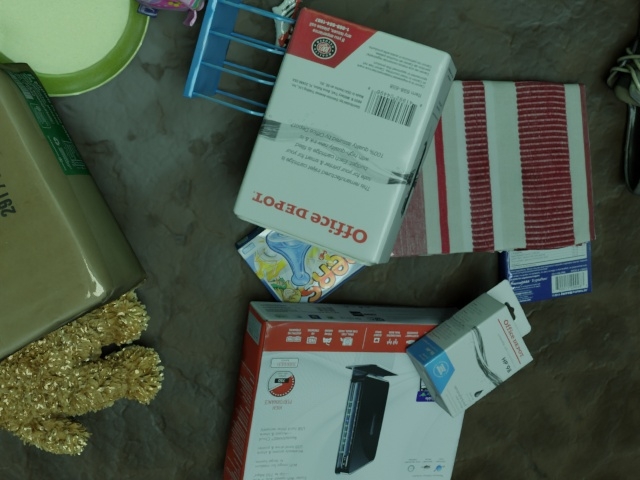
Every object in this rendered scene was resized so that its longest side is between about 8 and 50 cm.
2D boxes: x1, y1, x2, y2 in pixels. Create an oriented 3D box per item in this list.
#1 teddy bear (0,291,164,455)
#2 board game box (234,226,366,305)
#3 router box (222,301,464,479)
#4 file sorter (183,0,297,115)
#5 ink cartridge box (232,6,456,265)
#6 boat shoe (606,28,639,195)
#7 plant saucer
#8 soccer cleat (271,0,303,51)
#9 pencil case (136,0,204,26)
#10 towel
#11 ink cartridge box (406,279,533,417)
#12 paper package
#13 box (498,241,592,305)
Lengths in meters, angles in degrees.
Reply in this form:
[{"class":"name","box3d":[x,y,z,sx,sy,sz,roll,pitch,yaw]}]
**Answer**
[{"class":"teddy bear","box3d":[-0.379,0.180,1.444,0.337,0.113,0.245,0,104,-13]},{"class":"board game box","box3d":[0.000,0.000,1.514,0.201,0.035,0.136,-38,110,1]},{"class":"router box","box3d":[0.044,0.244,1.544,0.335,0.082,0.301,3,105,-23]},{"class":"file sorter","box3d":[-0.089,-0.252,1.362,0.104,0.118,0.170,18,102,6]},{"class":"ink cartridge box","box3d":[0.032,-0.125,1.355,0.196,0.114,0.273,20,93,12]},{"class":"boat shoe","box3d":[0.480,-0.220,1.506,0.130,0.132,0.356,-11,107,-9]},{"class":"plant saucer","box3d":[-0.335,-0.303,1.352,0.240,0.037,0.241,-3,107,-11]},{"class":"soccer cleat","box3d":[-0.051,-0.292,1.424,0.035,0.029,0.083,19,98,-8]},{"class":"pencil case","box3d":[-0.157,-0.410,1.297,0.124,0.124,0.284,19,90,-17]},{"class":"towel","box3d":[0.225,-0.101,1.476,0.328,0.037,0.237,-3,89,-21]},{"class":"ink cartridge box","box3d":[0.223,0.149,1.505,0.180,0.060,0.104,-35,116,-9]},{"class":"paper package","box3d":[-0.420,-0.012,1.282,0.309,0.168,0.325,-29,90,6]},{"class":"box","box3d":[0.327,-0.024,1.578,0.136,0.036,0.225,-8,107,-10]}]
